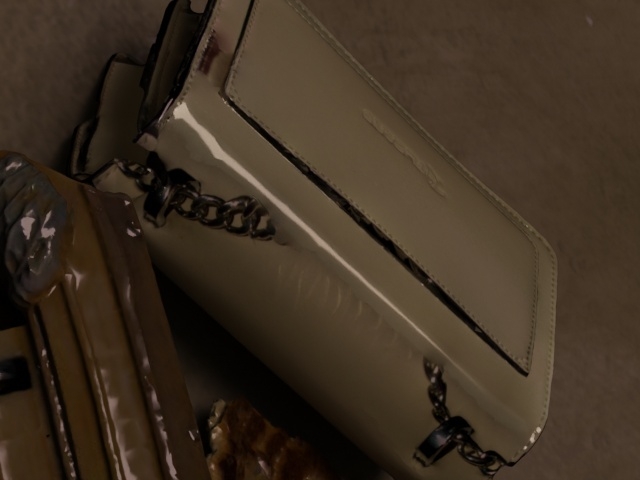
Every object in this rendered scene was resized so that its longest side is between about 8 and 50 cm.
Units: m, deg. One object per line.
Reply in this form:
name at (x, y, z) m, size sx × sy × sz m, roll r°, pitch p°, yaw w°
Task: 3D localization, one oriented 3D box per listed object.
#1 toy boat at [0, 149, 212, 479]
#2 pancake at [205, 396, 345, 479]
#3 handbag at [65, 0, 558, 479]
toy boat at (-0.143, 0.159, 1.174) m, size 0.162 × 0.136 × 0.446 m, roll -14°, pitch 72°, yaw -11°
pancake at (-0.040, 0.226, 1.306) m, size 0.212 × 0.056 × 0.257 m, roll 27°, pitch 42°, yaw -43°
handbag at (0.000, 0.000, 1.388) m, size 0.358 × 0.160 × 0.237 m, roll 43°, pitch 25°, yaw -19°
